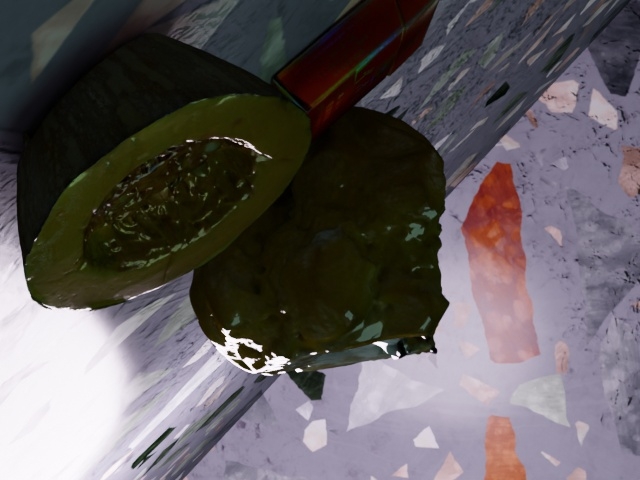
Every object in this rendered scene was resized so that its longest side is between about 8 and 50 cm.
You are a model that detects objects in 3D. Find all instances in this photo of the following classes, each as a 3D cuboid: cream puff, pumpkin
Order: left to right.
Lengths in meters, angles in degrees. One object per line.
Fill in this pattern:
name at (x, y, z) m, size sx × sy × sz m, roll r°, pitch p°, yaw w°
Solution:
pumpkin at (-0.121, -0.056, 0.868) m, size 0.217 × 0.110 × 0.217 m, roll -31°, pitch 165°, yaw -9°
cream puff at (-0.005, 0.003, 1.349) m, size 0.274 × 0.269 × 0.323 m, roll -10°, pitch 166°, yaw -3°

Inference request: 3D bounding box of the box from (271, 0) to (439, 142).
box at (0.030, -0.165, 1.200) m, size 0.175 × 0.048 × 0.112 m, roll -43°, pitch 171°, yaw -15°
